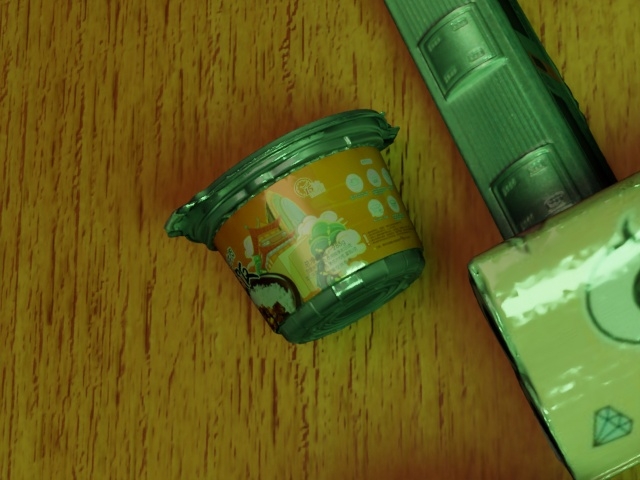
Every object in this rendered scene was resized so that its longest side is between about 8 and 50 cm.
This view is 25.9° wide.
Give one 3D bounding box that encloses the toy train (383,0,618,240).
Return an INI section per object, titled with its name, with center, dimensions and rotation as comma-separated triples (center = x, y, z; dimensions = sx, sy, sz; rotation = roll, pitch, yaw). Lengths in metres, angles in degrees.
[toy train]
center = 0.134, -0.112, 1.056
dimensions = 0.086, 0.089, 0.409
rotation = -35, 63, 22

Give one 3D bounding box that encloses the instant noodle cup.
[instant noodle cup]
center = 0.000, 0.000, 1.063
dimensions = 0.208, 0.177, 0.126
rotation = -27, 78, -13

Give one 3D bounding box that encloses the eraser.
[eraser]
center = 0.254, 0.018, 0.886
dimensions = 0.290, 0.087, 0.171
rotation = -27, 102, 2
